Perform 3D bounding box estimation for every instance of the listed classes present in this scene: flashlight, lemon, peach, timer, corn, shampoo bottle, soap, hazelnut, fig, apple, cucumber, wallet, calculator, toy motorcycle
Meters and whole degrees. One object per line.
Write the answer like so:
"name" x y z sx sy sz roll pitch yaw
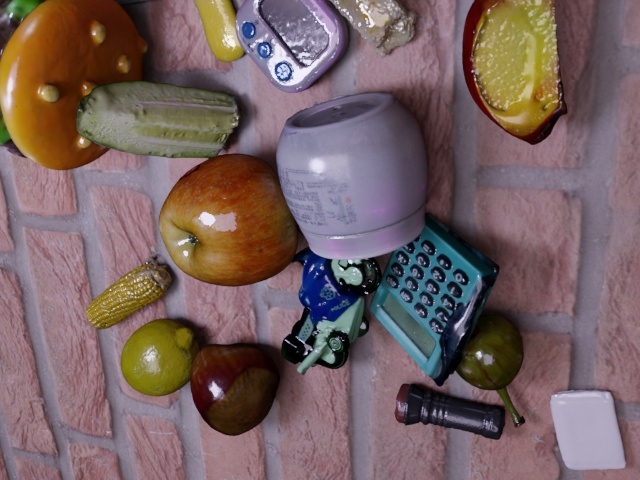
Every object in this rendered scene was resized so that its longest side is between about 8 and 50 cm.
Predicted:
"flashlight" 0.280 0.372 1.412 0.232 0.093 0.092 9 112 14
"lemon" -0.402 0.295 1.622 0.248 0.184 0.184 -37 92 29
"peach" 0.321 -0.298 1.100 0.159 0.154 0.267 -10 114 17
"timer" -0.056 -0.405 1.272 0.191 0.069 0.208 -38 90 30
"corn" -0.494 0.143 1.650 0.293 0.106 0.106 -30 95 29
"shampoo bottle" 0.063 -0.119 1.211 0.273 0.273 0.266 -3 118 24
"soap" -0.206 -0.451 1.340 0.089 0.033 0.168 -11 104 24
"hazelnut" -0.208 0.343 1.550 0.230 0.229 0.229 8 112 21
"fig" 0.363 0.260 1.321 0.151 0.151 0.259 -21 124 28
"apple" -0.194 -0.033 1.334 0.277 0.250 0.309 67 161 11
"cucumber" -0.337 -0.249 1.327 0.145 0.326 0.105 -50 52 46
"wallet" 0.542 0.384 1.329 0.124 0.032 0.182 -11 102 27
"calculator" 0.212 0.107 1.283 0.248 0.058 0.274 47 128 43
"toy motorcycle" 0.010 0.134 1.392 0.196 0.125 0.331 33 126 20

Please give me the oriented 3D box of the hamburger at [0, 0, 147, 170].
"hamburger" -0.550 -0.330 1.338 0.278 0.396 0.395 24 117 17

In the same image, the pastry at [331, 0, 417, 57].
"pastry" 0.067 -0.455 1.194 0.121 0.089 0.258 -34 90 42

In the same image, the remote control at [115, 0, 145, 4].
"remote control" -0.408 -0.556 1.379 0.294 0.051 0.103 1 109 22

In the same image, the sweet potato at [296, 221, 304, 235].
"sweet potato" 0.002 -0.003 1.414 0.179 0.044 0.044 38 119 -2
